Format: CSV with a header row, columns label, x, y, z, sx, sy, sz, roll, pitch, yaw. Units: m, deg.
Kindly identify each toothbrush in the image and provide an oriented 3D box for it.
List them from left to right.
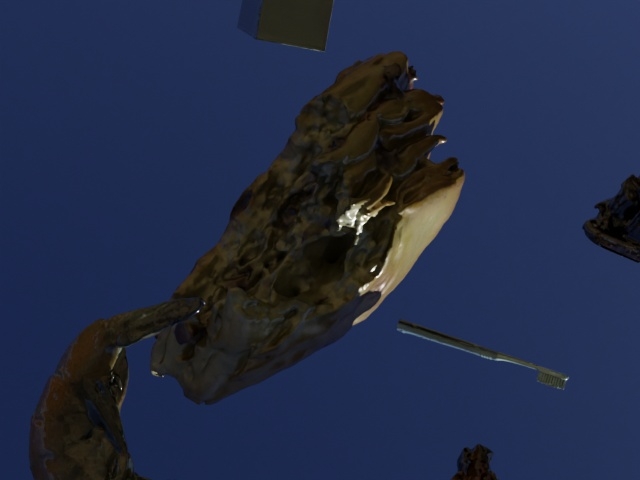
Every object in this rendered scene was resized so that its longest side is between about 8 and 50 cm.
label,x,y,z,sx,sy,sz,roll,pitch,yaw
toothbrush,0.191,0.135,1.647,0.220,0.019,0.016,18,-176,22

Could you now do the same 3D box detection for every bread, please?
label,x,y,z,sx,sy,sz,roll,pitch,yaw
bread,0.000,0.000,1.471,0.192,0.314,0.370,37,-137,3

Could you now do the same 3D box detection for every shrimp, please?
label,x,y,z,sx,sy,sz,roll,pitch,yaw
shrimp,-0.084,0.148,0.983,0.262,0.198,0.051,23,-168,15

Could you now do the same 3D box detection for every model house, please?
label,x,y,z,sx,sy,sz,roll,pitch,yaw
model house,0.480,-0.051,1.919,0.141,0.164,0.203,36,-157,15

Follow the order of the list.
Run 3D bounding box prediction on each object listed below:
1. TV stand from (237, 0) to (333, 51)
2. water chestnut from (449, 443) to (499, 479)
label,x,y,z,sx,sy,sz,roll,pitch,yaw
TV stand,-0.044,-0.287,1.710,0.088,0.082,0.269,10,-169,-10
water chestnut,0.136,0.356,1.468,0.300,0.300,0.300,13,-141,-11
